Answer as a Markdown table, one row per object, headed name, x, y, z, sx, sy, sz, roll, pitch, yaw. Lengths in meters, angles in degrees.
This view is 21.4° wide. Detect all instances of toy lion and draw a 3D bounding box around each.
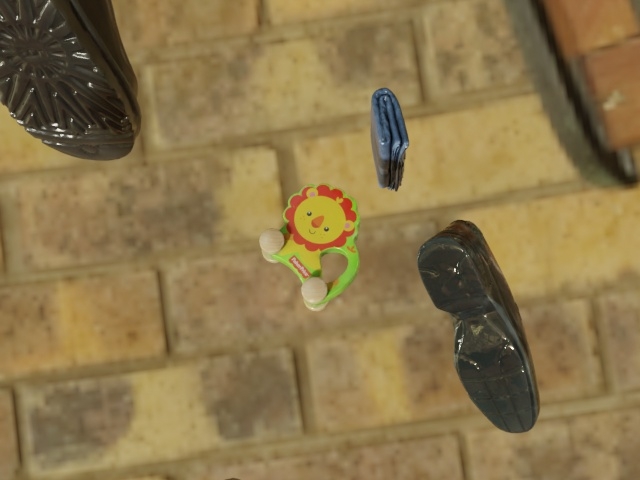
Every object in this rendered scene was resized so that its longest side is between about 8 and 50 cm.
| name | x | y | z | sx | sy | sz | roll | pitch | yaw |
| --- | --- | --- | --- | --- | --- | --- | --- | --- | --- |
| toy lion | 0.000 | 0.000 | 1.545 | 0.096 | 0.100 | 0.034 | -38 | 161 | -9 |

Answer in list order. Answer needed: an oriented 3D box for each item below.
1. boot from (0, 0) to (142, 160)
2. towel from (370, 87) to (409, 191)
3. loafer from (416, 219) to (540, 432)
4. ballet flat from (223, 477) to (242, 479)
| name | x | y | z | sx | sy | sz | roll | pitch | yaw |
| --- | --- | --- | --- | --- | --- | --- | --- | --- | --- |
| boot | -0.223 | -0.271 | 1.605 | 0.131 | 0.260 | 0.348 | 5 | 141 | 21 |
| towel | 0.066 | -0.098 | 1.645 | 0.029 | 0.067 | 0.119 | -10 | 161 | -2 |
| loafer | 0.130 | 0.063 | 1.274 | 0.062 | 0.170 | 0.061 | -10 | -162 | 32 |
| ballet flat | -0.035 | 0.218 | 1.229 | 0.049 | 0.057 | 0.173 | 2 | -161 | -22 |
